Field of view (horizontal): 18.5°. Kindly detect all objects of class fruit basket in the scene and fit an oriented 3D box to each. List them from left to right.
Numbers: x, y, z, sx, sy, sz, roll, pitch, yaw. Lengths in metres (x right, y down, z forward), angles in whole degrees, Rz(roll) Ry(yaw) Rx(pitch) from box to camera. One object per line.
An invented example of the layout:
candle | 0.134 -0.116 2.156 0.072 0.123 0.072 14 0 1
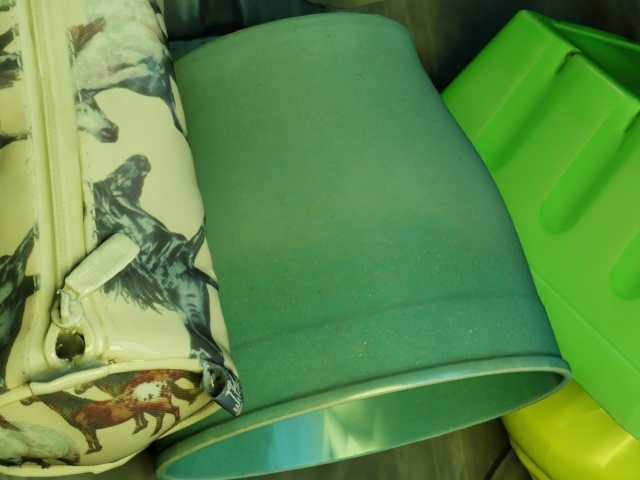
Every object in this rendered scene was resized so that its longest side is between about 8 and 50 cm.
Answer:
fruit basket | 0.210 0.068 1.441 0.283 0.392 0.392 8 79 -41

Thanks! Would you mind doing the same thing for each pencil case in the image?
pencil case | -0.151 -0.079 1.140 0.159 0.183 0.410 -6 71 -14

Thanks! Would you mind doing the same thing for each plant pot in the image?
plant pot | 0.000 0.000 1.273 0.271 0.271 0.255 -2 73 -42

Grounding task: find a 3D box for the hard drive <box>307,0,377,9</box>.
hard drive | -0.031 -0.261 1.279 0.339 0.237 0.064 27 68 -38
